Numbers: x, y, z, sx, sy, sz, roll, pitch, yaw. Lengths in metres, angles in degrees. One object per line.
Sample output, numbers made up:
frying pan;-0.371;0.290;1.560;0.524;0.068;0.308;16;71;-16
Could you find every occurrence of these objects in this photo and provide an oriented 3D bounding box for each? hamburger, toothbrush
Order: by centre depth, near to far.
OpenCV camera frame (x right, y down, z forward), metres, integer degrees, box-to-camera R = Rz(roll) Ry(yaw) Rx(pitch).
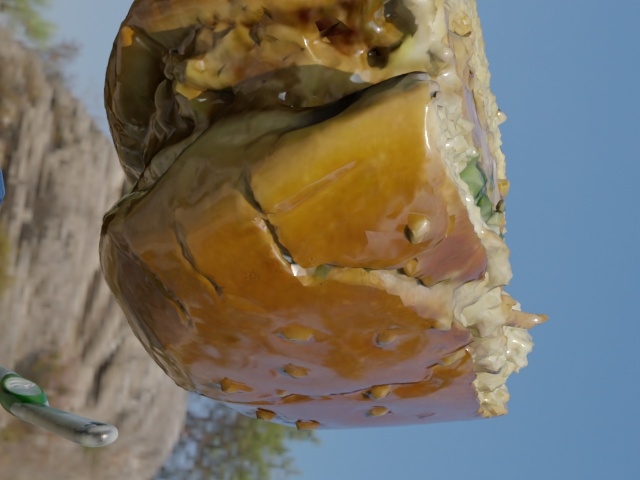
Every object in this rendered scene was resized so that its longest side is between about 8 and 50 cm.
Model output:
hamburger;0.000;0.000;0.548;0.283;0.157;0.144;64;15;-65
toothbrush;-0.191;0.101;0.952;0.304;0.030;0.030;4;-95;63

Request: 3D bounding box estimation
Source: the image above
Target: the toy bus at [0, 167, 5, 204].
toy bus;-0.305;-0.094;0.951;0.175;0.138;0.287;59;-15;8
